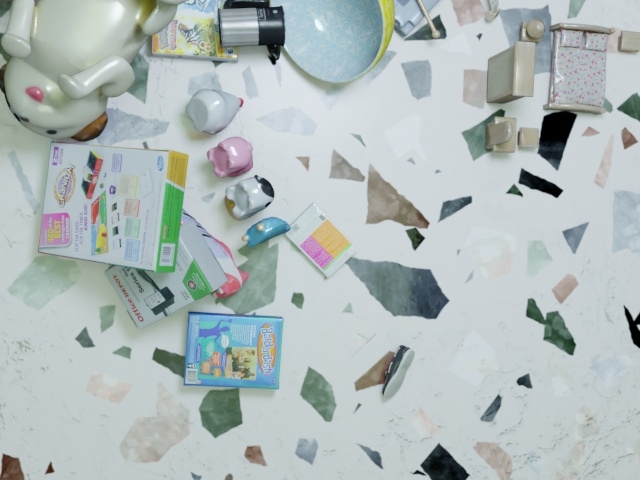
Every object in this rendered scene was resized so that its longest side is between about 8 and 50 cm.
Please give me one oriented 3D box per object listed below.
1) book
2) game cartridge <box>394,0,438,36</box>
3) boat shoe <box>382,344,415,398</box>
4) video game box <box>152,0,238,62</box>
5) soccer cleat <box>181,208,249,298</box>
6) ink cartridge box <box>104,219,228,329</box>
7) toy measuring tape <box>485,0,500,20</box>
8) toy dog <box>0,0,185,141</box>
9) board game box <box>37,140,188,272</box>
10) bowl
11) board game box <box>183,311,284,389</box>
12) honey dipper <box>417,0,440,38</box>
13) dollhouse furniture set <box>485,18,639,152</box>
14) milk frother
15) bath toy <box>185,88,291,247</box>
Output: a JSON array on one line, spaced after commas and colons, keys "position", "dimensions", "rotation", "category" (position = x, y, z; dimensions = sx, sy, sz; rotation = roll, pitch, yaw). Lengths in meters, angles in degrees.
[{"position": [0.000, 0.000, 1.878], "dimensions": [0.096, 0.035, 0.144], "rotation": [-44, 97, -2], "category": "book"}, {"position": [0.149, -0.626, 1.867], "dimensions": [0.297, 0.062, 0.198], "rotation": [44, 81, -7], "category": "game cartridge"}, {"position": [0.169, 0.297, 1.909], "dimensions": [0.046, 0.038, 0.125], "rotation": [20, 96, -50], "category": "boat shoe"}, {"position": [-0.266, -0.495, 1.814], "dimensions": [0.187, 0.048, 0.205], "rotation": [2, 92, -6], "category": "video game box"}, {"position": [-0.255, 0.012, 1.827], "dimensions": [0.095, 0.083, 0.248], "rotation": [-36, 91, -37], "category": "soccer cleat"}, {"position": [-0.324, 0.074, 1.759], "dimensions": [0.208, 0.087, 0.153], "rotation": [-28, 96, 24], "category": "ink cartridge box"}, {"position": [0.318, -0.652, 1.878], "dimensions": [0.121, 0.121, 0.330], "rotation": [-19, 112, -7], "category": "toy measuring tape"}, {"position": [-0.479, -0.391, 1.641], "dimensions": [0.285, 0.395, 0.408], "rotation": [29, 105, -17], "category": "toy dog"}, {"position": [-0.426, -0.073, 1.709], "dimensions": [0.317, 0.064, 0.242], "rotation": [8, 91, 28], "category": "board game box"}, {"position": [0.052, -0.497, 1.783], "dimensions": [0.156, 0.289, 0.289], "rotation": [-39, 99, -43], "category": "bowl"}, {"position": [-0.191, 0.242, 1.849], "dimensions": [0.210, 0.047, 0.160], "rotation": [5, 91, -8], "category": "board game box"}, {"position": [0.223, -0.517, 1.843], "dimensions": [0.030, 0.030, 0.160], "rotation": [-30, 99, -6], "category": "honey dipper"}, {"position": [0.570, -0.341, 1.878], "dimensions": [0.356, 0.174, 0.303], "rotation": [3, 92, -8], "category": "dollhouse furniture set"}, {"position": [-0.147, -0.433, 1.777], "dimensions": [0.135, 0.129, 0.143], "rotation": [-4, 130, -8], "category": "milk frother"}, {"position": [-0.173, -0.164, 1.801], "dimensions": [0.129, 0.151, 0.348], "rotation": [-24, 92, -42], "category": "bath toy"}]
